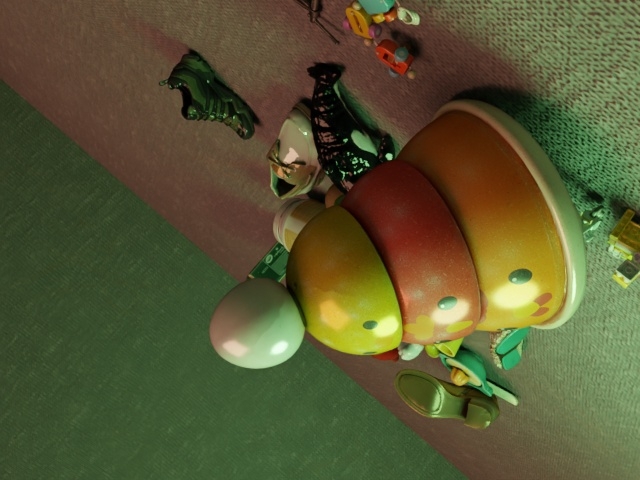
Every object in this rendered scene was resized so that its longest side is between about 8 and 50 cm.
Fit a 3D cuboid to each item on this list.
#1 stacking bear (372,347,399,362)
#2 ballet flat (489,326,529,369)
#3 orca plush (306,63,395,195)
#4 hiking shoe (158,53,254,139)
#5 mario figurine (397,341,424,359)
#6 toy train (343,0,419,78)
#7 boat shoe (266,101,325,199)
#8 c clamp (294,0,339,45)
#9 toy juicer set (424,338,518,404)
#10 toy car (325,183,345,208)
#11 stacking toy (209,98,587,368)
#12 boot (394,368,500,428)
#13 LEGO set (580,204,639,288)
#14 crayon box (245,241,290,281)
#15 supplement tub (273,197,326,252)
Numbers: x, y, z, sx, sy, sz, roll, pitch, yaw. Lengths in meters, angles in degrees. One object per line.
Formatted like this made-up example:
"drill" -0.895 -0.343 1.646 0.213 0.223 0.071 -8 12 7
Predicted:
"stacking bear" 0.148 0.265 2.148 0.289 0.164 0.175 40 -149 -47
"ballet flat" 0.391 0.207 1.580 0.077 0.091 0.241 57 170 30
"orca plush" 0.043 -0.155 1.269 0.151 0.102 0.287 7 132 21
"hiking shoe" -0.244 -0.288 1.599 0.227 0.114 0.086 46 164 -20
"mario figurine" 0.205 0.161 1.712 0.198 0.170 0.320 44 165 -7
"toy train" 0.092 -0.289 0.976 0.125 0.046 0.166 36 167 8
"boat shoe" -0.048 -0.163 1.492 0.113 0.103 0.302 48 165 16
"c clamp" -0.018 -0.369 1.055 0.137 0.022 0.160 42 166 13
"toy juicer set" 0.361 0.338 1.977 0.329 0.089 0.209 47 162 -26
"toy car" 0.070 -0.081 1.499 0.155 0.149 0.188 77 168 -47
"stacking toy" 0.076 0.047 1.011 0.350 0.480 0.350 60 168 22
"boot" 0.355 0.416 2.025 0.283 0.109 0.220 15 -174 18
"LEGO set" 0.448 0.075 0.992 0.287 0.132 0.107 58 177 24
"crayon box" -0.132 0.078 2.179 0.081 0.202 0.318 40 163 1
"supplement tub" -0.003 -0.016 1.738 0.200 0.144 0.144 25 159 43
